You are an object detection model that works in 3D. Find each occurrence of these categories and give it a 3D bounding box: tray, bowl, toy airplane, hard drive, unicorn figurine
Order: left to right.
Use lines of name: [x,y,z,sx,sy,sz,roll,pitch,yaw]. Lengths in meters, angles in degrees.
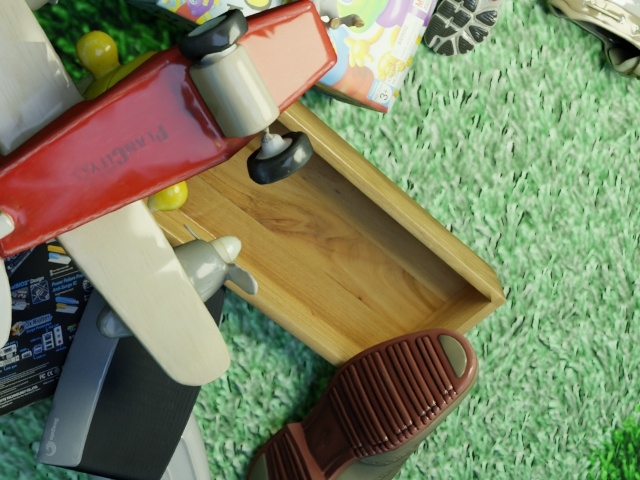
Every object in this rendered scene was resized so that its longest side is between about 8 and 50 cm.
toy airplane: [-0.213,-0.078,0.976,0.384,0.272,0.386,14,105,-15]
hard drive: [-0.193,0.135,1.164,0.172,0.054,0.255,31,74,-50]
bowl: [-0.197,0.271,1.263,0.142,0.053,0.142,-19,112,-19]
tray: [0.000,0.000,1.223,0.203,0.076,0.411,-41,118,20]
unicorn figurine: [0.021,-0.261,1.030,0.162,0.111,0.060,-46,134,5]

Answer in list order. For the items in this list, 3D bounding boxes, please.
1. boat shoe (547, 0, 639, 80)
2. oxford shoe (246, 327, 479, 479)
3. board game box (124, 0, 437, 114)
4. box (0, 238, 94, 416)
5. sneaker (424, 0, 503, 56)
boat shoe: [0.406,-0.252,1.351,0.302,0.113,0.103,35,90,-16]
oxford shoe: [0.065,0.223,1.287,0.348,0.123,0.130,-38,142,26]
board game box: [-0.041,-0.257,1.132,0.275,0.144,0.142,21,94,-27]
box: [-0.345,0.031,1.066,0.295,0.073,0.293,-21,112,-43]
sneaker: [0.188,-0.291,1.269,0.068,0.071,0.170,36,104,-9]
